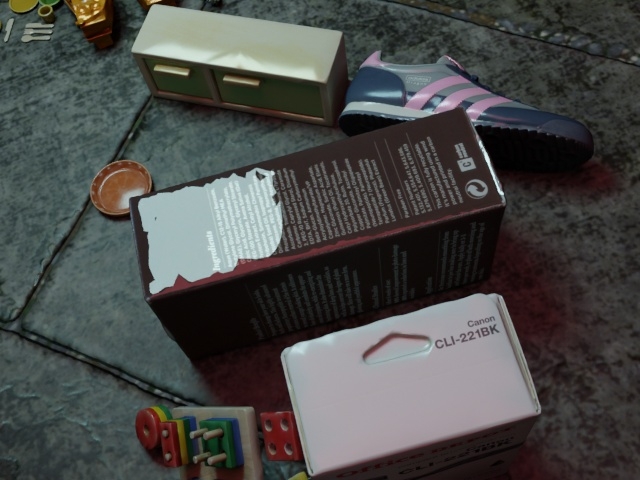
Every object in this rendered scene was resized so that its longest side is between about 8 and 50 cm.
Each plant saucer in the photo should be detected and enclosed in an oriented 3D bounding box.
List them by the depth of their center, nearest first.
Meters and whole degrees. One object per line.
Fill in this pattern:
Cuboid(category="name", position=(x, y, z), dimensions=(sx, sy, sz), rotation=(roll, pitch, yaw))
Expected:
Cuboid(category="plant saucer", position=(-0.264, -0.068, 1.081), dimensions=(0.083, 0.013, 0.083), rotation=(-3, 63, 6))

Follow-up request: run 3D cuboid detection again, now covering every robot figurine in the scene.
Cuboid(category="robot figurine", position=(-0.324, -0.437, 1.232), dimensions=(0.211, 0.085, 0.291), rotation=(-19, 64, -4))

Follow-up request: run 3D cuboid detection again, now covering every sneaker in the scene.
Cuboid(category="sneaker", position=(0.189, -0.175, 1.028), dimensions=(0.319, 0.112, 0.131), rotation=(12, 68, 11))

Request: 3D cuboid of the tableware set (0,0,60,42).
Cuboid(category="tableware set", position=(-0.474, -0.350, 1.240), dimensions=(0.154, 0.024, 0.104), rotation=(2, 64, 8))

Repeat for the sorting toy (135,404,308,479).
Cuboid(category="sorting toy", position=(-0.110, 0.238, 0.820), dimensions=(0.274, 0.046, 0.132), rotation=(-11, 85, 46))

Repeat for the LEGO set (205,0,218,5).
Cuboid(category="LEGO set", position=(-0.164, -0.379, 1.224), dimensions=(0.054, 0.023, 0.083), rotation=(8, 52, 8))

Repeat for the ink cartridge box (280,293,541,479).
Cuboid(category="ink cartridge box", position=(0.084, 0.170, 0.776), dimensions=(0.197, 0.273, 0.114), rotation=(-15, 63, -1))

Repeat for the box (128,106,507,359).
Cuboid(category="box", position=(0.000, 0.000, 0.920), dimensions=(0.381, 0.191, 0.143), rotation=(-16, 63, -3))

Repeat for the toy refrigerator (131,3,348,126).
Cuboid(category="toy refrigerator", position=(-0.106, -0.233, 1.096), dimensions=(0.270, 0.102, 0.094), rotation=(12, 66, 12))
